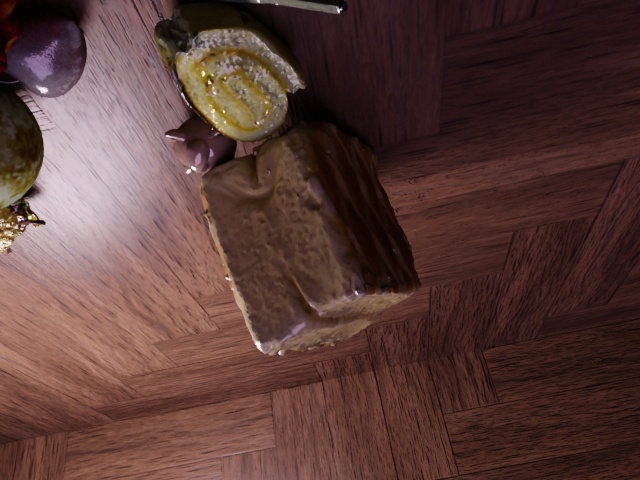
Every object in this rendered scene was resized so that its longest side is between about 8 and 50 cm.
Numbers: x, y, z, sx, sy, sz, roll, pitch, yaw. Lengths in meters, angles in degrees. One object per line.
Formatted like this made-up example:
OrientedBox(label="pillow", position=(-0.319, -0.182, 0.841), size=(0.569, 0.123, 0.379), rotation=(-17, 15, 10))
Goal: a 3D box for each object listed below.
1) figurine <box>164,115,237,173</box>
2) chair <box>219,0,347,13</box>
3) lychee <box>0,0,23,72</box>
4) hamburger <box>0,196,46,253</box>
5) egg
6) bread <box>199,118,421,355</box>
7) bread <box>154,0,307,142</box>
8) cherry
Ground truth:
OrientedBox(label="figurine", position=(-0.224, -0.182, 1.015), size=(0.125, 0.125, 0.138), rotation=(-11, 169, 1))
OrientedBox(label="chair", position=(-0.056, -0.423, 0.721), size=(0.270, 0.147, 0.136), rotation=(23, 161, 34))
OrientedBox(label="lychee", position=(-0.547, -0.277, 0.527), size=(0.500, 0.424, 0.424), rotation=(-29, 142, 21))
OrientedBox(label="hamburger", position=(-0.719, -0.051, 1.068), size=(0.262, 0.138, 0.243), rotation=(-14, 146, 8))
OrientedBox(label="egg", position=(-0.608, -0.160, 0.848), size=(0.289, 0.238, 0.238), rotation=(6, 145, -6))
OrientedBox(label="bread", position=(0.000, 0.000, 1.046), size=(0.279, 0.390, 0.371), rotation=(-28, 161, 25))
OrientedBox(label="bread", position=(-0.150, -0.293, 0.880), size=(0.186, 0.124, 0.257), rotation=(-33, 140, 20))
OrientedBox(label="cherry", position=(-0.448, -0.303, 0.790), size=(0.148, 0.115, 0.188), rotation=(-10, 147, 37))
